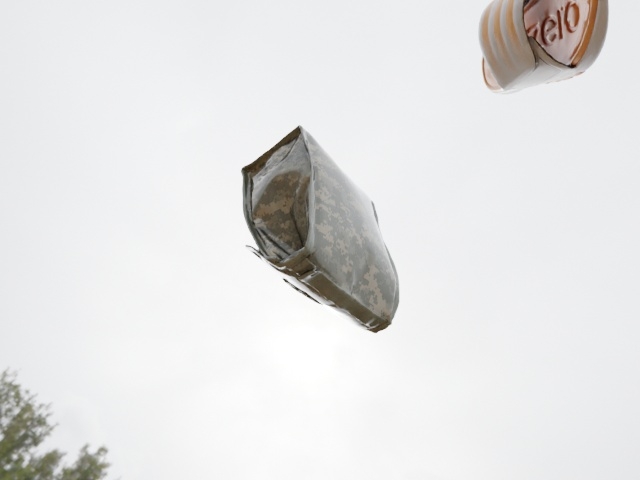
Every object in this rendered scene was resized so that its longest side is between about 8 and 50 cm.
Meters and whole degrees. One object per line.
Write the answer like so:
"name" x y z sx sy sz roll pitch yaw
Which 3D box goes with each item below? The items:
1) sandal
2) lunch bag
"sandal" 0.198 -0.200 0.532 0.076 0.265 0.102 -10 -88 -2
"lunch bag" 0.000 0.000 0.830 0.169 0.287 0.235 -34 -50 19
